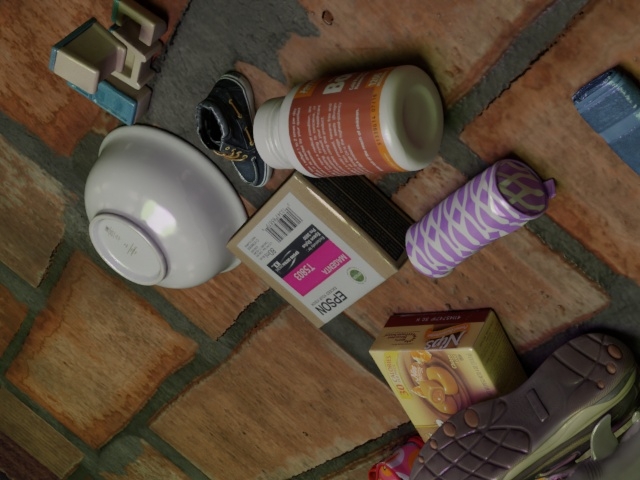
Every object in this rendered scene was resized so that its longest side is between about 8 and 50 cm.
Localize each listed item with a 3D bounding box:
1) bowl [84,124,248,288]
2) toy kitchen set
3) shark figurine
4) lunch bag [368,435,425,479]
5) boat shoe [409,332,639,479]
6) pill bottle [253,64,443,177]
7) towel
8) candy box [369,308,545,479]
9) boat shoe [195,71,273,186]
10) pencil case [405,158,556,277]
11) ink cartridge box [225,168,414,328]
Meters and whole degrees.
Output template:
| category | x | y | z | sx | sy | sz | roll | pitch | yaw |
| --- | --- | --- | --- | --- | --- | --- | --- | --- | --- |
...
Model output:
| category | x | y | z | sx | sy | sz | roll | pitch | yaw |
| --- | --- | --- | --- | --- | --- | --- | --- | --- | --- |
| bowl | -0.267 | -0.024 | 1.414 | 0.297 | 0.134 | 0.298 | 21 | 139 | 19 |
| toy kitchen set | -0.316 | -0.229 | 1.213 | 0.122 | 0.166 | 0.207 | 34 | 142 | 4 |
| shark figurine | 0.411 | 0.258 | 1.103 | 0.278 | 0.166 | 0.116 | -55 | 45 | 22 |
| lunch bag | 0.185 | 0.487 | 1.571 | 0.258 | 0.120 | 0.293 | 37 | 147 | 32 |
| boat shoe | 0.282 | 0.271 | 1.192 | 0.355 | 0.132 | 0.130 | -37 | 124 | 18 |
| pill bottle | 0.028 | -0.138 | 1.076 | 0.216 | 0.121 | 0.121 | -1 | 128 | 38 |
| towel | 0.324 | -0.123 | 0.936 | 0.119 | 0.029 | 0.067 | 45 | 142 | -9 |
| candy box | 0.227 | 0.250 | 1.344 | 0.182 | 0.087 | 0.316 | -7 | 125 | 41 |
| boat shoe | -0.123 | -0.133 | 1.229 | 0.065 | 0.083 | 0.183 | 12 | 136 | 29 |
| pencil case | 0.189 | -0.022 | 1.104 | 0.088 | 0.086 | 0.206 | 12 | 152 | -25 |
| ink cartridge box | 0.000 | 0.000 | 1.267 | 0.193 | 0.088 | 0.234 | 42 | 141 | -5 |
